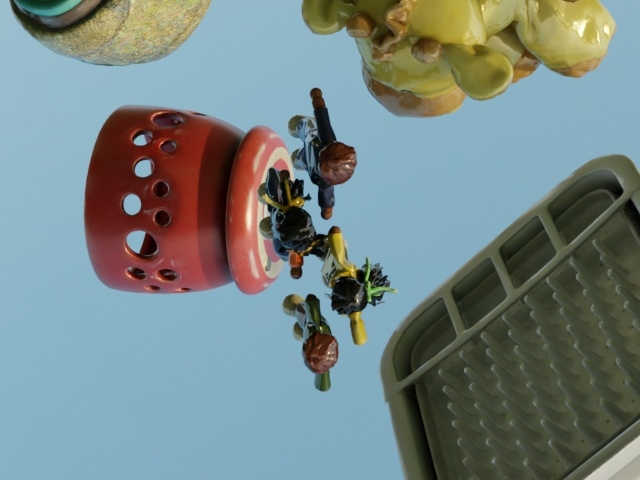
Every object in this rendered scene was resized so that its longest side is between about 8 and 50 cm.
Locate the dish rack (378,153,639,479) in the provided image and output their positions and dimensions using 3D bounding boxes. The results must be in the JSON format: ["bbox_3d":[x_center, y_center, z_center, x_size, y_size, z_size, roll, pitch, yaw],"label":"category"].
[{"bbox_3d":[0.183,0.101,1.169,0.285,0.072,0.333,-41,-156,16],"label":"dish rack"}]

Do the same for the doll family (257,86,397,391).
[{"bbox_3d":[0.000,0.000,0.973,0.076,0.193,0.111,-19,-167,-2],"label":"doll family"}]

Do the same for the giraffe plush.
[{"bbox_3d":[0.084,-0.151,0.969,0.181,0.210,0.170,2,-133,34],"label":"giraffe plush"}]

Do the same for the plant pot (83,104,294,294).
[{"bbox_3d":[-0.123,-0.039,1.502,0.174,0.191,0.191,3,-134,14],"label":"plant pot"}]

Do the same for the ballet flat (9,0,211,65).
[{"bbox_3d":[-0.045,-0.246,0.808,0.123,0.123,0.349,36,-83,46],"label":"ballet flat"}]
